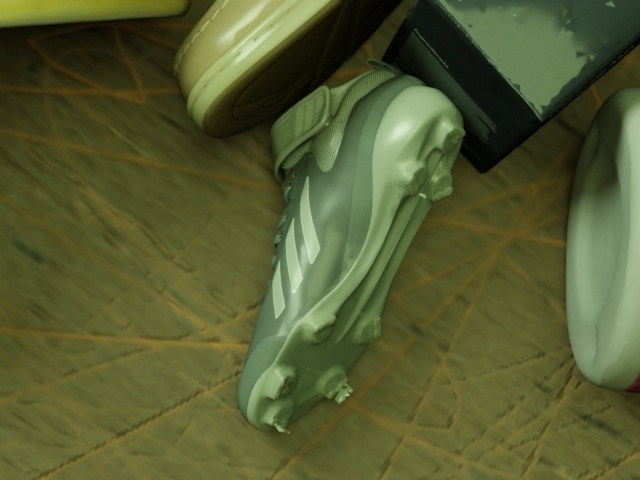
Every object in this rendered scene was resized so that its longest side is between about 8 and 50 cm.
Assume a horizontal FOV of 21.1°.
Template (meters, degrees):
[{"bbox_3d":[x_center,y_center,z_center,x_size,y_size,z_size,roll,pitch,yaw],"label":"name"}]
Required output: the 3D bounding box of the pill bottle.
[{"bbox_3d":[0.284,0.010,0.911,0.283,0.160,0.160,5,81,-4],"label":"pill bottle"}]

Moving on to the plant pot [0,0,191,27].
[{"bbox_3d":[-0.158,-0.228,0.875,0.254,0.254,0.239,-4,98,-6],"label":"plant pot"}]

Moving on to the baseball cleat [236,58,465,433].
[{"bbox_3d":[0.000,0.000,0.940,0.109,0.072,0.206,36,96,36],"label":"baseball cleat"}]

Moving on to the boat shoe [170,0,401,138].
[{"bbox_3d":[0.021,-0.199,0.946,0.110,0.122,0.341,39,70,6],"label":"boat shoe"}]

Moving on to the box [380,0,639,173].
[{"bbox_3d":[0.127,-0.128,0.918,0.156,0.158,0.093,-41,87,-9],"label":"box"}]
